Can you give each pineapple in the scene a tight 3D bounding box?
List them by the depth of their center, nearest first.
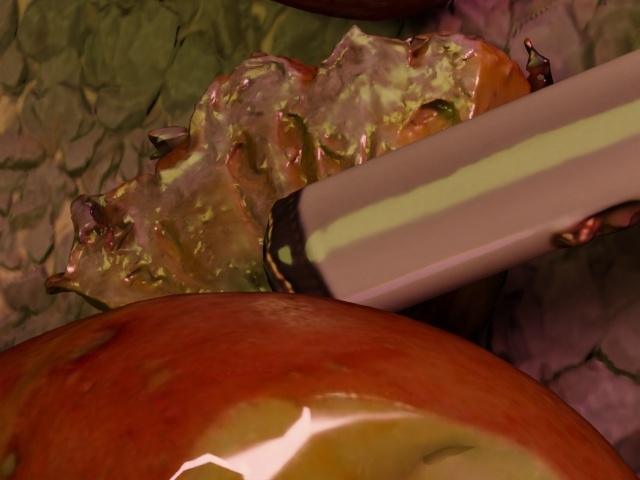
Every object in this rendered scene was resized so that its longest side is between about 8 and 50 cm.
[{"bbox_3d":[0.000,0.000,0.867,0.236,0.114,0.186,-30,60,26],"label":"pineapple"}]

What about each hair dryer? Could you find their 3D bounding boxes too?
[{"bbox_3d":[0.125,-0.039,0.727,0.362,0.128,0.203,-22,65,19],"label":"hair dryer"}]

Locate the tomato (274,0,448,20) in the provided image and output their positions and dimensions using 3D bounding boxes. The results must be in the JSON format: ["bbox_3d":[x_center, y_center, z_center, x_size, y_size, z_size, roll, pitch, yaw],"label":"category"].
[{"bbox_3d":[-0.026,-0.179,0.879,0.228,0.112,0.199,32,140,36],"label":"tomato"}]

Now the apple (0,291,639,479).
[{"bbox_3d":[-0.015,0.185,0.691,0.339,0.339,0.340,-12,70,36],"label":"apple"}]
